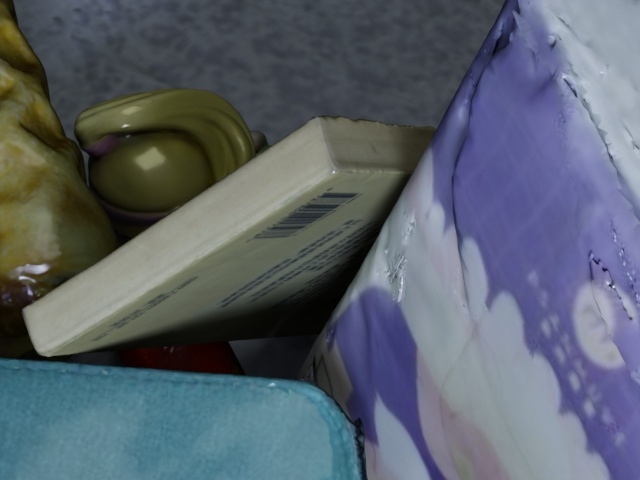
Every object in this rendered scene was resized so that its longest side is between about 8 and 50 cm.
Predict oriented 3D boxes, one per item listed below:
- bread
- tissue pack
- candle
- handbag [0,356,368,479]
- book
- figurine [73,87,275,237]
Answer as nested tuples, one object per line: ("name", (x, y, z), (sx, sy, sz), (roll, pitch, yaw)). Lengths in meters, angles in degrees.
("bread", (-0.171, -0.053, 0.949), (0.098, 0.087, 0.269), (-33, 59, 9))
("tissue pack", (0.109, 0.079, 0.739), (0.125, 0.344, 0.242), (-15, 66, -23))
("candle", (-0.064, 0.060, 0.915), (0.052, 0.052, 0.131), (-16, 56, -23))
("handbag", (-0.118, 0.178, 0.762), (0.274, 0.100, 0.269), (0, 61, 3))
("book", (0.000, 0.000, 0.841), (0.231, 0.161, 0.026), (1, 61, -61))
("figurine", (-0.037, -0.037, 0.987), (0.187, 0.083, 0.083), (6, 51, -20))
